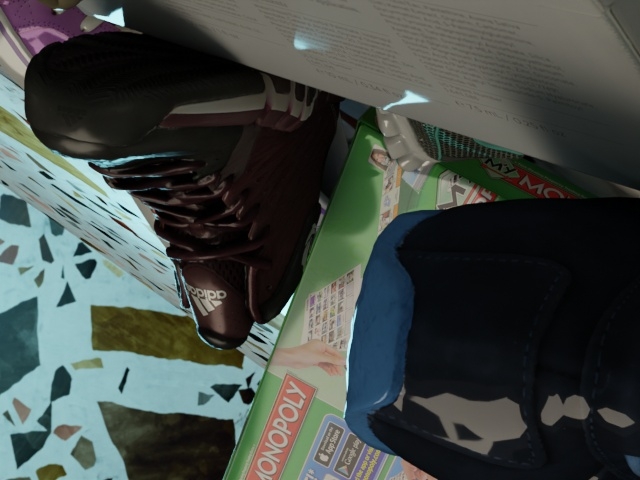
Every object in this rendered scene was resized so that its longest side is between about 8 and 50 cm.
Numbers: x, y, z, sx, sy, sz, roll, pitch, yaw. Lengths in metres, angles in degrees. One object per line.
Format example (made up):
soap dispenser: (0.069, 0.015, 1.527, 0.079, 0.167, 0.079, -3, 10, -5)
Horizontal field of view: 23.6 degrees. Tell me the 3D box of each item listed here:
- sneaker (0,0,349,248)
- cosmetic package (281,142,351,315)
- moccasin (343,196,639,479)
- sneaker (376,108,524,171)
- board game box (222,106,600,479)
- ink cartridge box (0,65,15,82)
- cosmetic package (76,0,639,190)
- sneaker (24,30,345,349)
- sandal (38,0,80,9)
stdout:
sneaker: (-0.087, -0.114, 0.934, 0.282, 0.102, 0.161, 48, 138, -16)
cosmetic package: (0.000, 0.000, 1.121, 0.127, 0.107, 0.238, 37, 172, -23)
moccasin: (0.149, 0.051, 0.539, 0.117, 0.138, 0.342, 10, -169, 39)
sneaker: (0.053, -0.085, 0.715, 0.076, 0.065, 0.166, 8, 161, 30)
board game box: (0.075, 0.093, 0.894, 0.213, 0.046, 0.317, 29, 128, 9)
ink cartridge box: (-0.270, -0.185, 1.190, 0.099, 0.056, 0.135, 32, 170, 12)
cosmetic package: (-0.043, -0.161, 0.506, 0.377, 0.097, 0.284, 23, 168, 45)
sneaker: (-0.053, -0.016, 0.749, 0.106, 0.162, 0.281, 12, -167, 20)
sandal: (-0.171, -0.140, 0.598, 0.180, 0.049, 0.072, 36, 170, -11)
